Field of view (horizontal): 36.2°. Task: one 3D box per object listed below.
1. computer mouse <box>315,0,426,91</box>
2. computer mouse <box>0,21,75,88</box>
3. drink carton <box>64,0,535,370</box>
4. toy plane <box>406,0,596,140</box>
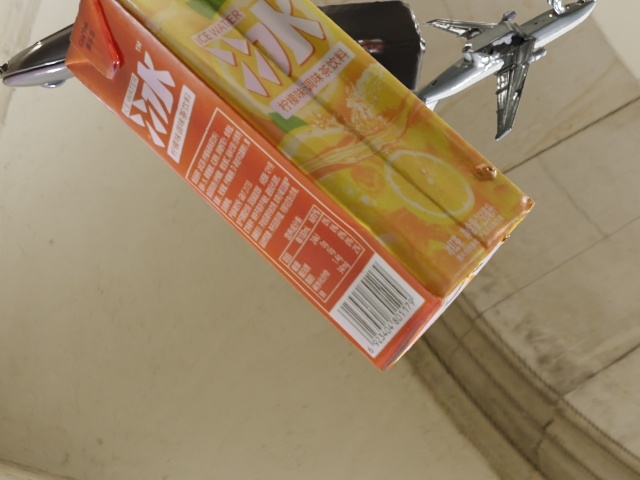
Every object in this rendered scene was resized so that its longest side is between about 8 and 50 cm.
[{"bbox_3d":[-0.003,-0.244,1.346,0.295,0.087,0.168,-10,-108,22],"label":"computer mouse"},{"bbox_3d":[-0.255,-0.229,1.119,0.232,0.120,0.057,-35,-73,-23],"label":"computer mouse"},{"bbox_3d":[-0.012,-0.052,0.483,0.223,0.071,0.096,43,-131,8],"label":"drink carton"},{"bbox_3d":[0.175,-0.186,0.995,0.226,0.058,0.226,-36,-139,15],"label":"toy plane"}]
